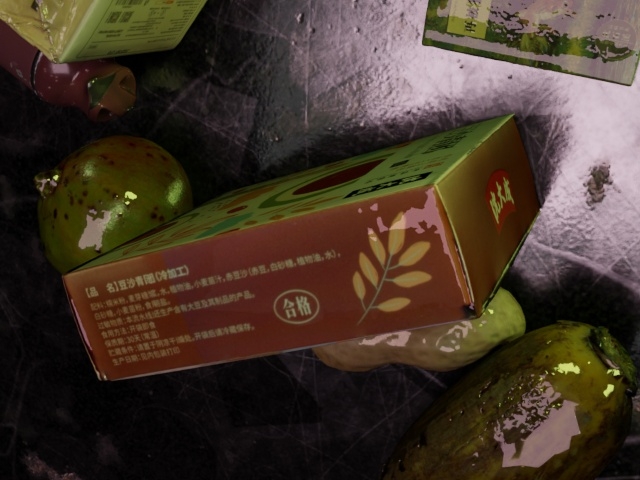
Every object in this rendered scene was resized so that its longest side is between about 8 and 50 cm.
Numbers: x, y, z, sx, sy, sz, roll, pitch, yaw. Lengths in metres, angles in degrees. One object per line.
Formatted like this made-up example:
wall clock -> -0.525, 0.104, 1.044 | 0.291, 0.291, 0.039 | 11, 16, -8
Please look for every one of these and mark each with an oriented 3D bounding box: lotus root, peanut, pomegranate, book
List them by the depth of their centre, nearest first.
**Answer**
book -> 0.227, -0.259, 0.900 | 0.228, 0.024, 0.160 | 16, 115, 16
lotus root -> 0.198, 0.241, 0.982 | 0.179, 0.196, 0.397 | 48, 118, 14
peanut -> 0.107, 0.101, 1.026 | 0.263, 0.101, 0.117 | -1, 127, 22
pomegranate -> -0.229, -0.016, 1.075 | 0.246, 0.198, 0.198 | 38, 117, 4

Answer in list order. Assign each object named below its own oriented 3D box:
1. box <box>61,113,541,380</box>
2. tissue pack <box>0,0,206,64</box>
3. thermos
box -> 0.000, 0.000, 0.897 | 0.385, 0.344, 0.122 | -13, 101, 25
tissue pack -> -0.223, -0.292, 0.954 | 0.125, 0.234, 0.159 | 42, 118, 6
thermos -> -0.348, -0.241, 1.067 | 0.330, 0.109, 0.136 | 37, 151, 20
